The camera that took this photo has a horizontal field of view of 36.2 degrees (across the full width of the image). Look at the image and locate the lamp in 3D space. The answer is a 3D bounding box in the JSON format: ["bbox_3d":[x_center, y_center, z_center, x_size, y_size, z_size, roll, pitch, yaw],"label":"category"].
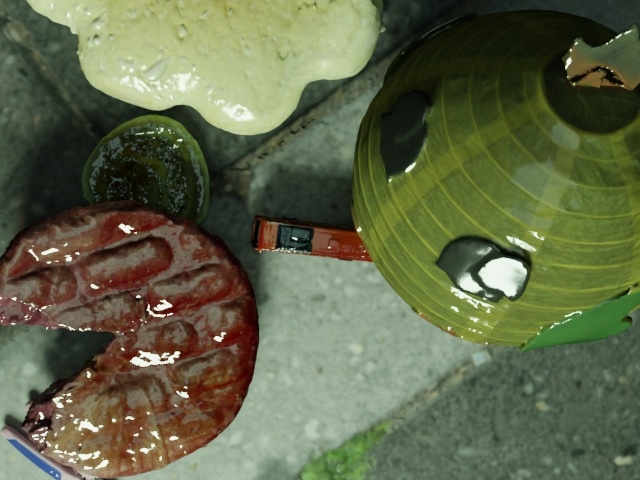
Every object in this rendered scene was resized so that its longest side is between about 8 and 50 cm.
[{"bbox_3d":[0.152,-0.052,0.681,0.250,0.284,0.250,6,64,-12],"label":"lamp"}]

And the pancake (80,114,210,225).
[{"bbox_3d":[-0.136,-0.046,0.782,0.108,0.017,0.108,0,96,-3],"label":"pancake"}]

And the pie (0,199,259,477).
[{"bbox_3d":[-0.150,0.076,0.762,0.204,0.054,0.218,-2,99,-14],"label":"pie"}]

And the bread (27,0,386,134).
[{"bbox_3d":[-0.083,-0.239,0.754,0.316,0.054,0.316,-1,96,-5],"label":"bread"}]

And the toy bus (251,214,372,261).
[{"bbox_3d":[0.000,0.000,0.789,0.110,0.043,0.031,6,95,-7],"label":"toy bus"}]

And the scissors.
[{"bbox_3d":[-0.206,0.179,0.797,0.113,0.012,0.039,43,90,-9],"label":"scissors"}]
